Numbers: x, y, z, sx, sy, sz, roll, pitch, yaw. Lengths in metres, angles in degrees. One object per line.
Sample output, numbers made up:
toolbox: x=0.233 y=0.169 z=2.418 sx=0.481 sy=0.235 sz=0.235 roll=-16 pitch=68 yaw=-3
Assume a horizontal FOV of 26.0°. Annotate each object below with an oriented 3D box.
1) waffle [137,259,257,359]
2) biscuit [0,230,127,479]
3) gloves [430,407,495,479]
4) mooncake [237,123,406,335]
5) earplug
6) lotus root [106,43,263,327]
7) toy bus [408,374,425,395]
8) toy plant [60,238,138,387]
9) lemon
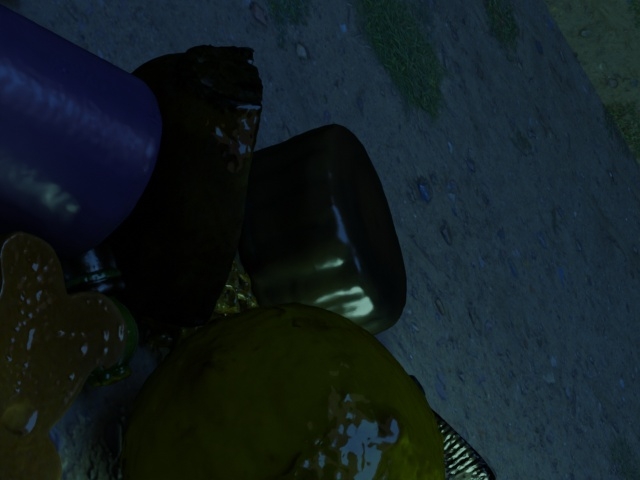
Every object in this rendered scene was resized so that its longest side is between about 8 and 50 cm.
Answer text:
waffle: x=-0.144 y=0.074 z=1.675 sx=0.197 sy=0.070 sz=0.193 roll=54 pitch=31 yaw=-24
biscuit: x=-0.316 y=0.156 z=1.299 sx=0.216 sy=0.047 sz=0.339 roll=48 pitch=52 yaw=-36
gloves: x=0.091 y=0.360 z=1.798 sx=0.312 sy=0.135 sz=0.210 roll=-33 pitch=93 yaw=-34
mooncake: x=0.000 y=0.000 z=1.842 sx=0.290 sy=0.161 sz=0.290 roll=-18 pitch=90 yaw=-73
earplug: x=-0.377 y=-0.160 z=1.304 sx=0.456 sy=0.215 sz=0.215 roll=32 pitch=46 yaw=-44
lotus root: x=-0.162 y=-0.086 z=1.514 sx=0.149 sy=0.260 sz=0.267 roll=5 pitch=51 yaw=-21
toy bus: x=0.102 y=0.255 z=1.978 sx=0.047 sy=0.065 sz=0.166 roll=58 pitch=32 yaw=-18
toy plant: x=-0.245 y=0.076 z=1.479 sx=0.093 sy=0.093 sz=0.162 roll=-10 pitch=79 yaw=-61
lemon: x=-0.030 y=0.251 z=1.484 sx=0.387 sy=0.350 sz=0.349 roll=58 pitch=29 yaw=-42
